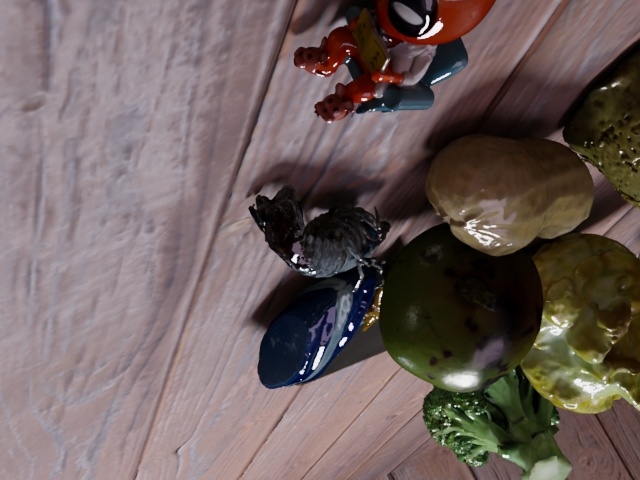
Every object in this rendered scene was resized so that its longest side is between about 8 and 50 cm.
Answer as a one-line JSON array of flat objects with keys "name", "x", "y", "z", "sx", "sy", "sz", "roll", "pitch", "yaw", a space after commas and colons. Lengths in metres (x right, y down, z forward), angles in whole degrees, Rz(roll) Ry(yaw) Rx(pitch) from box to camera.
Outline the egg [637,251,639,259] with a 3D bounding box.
[{"name": "egg", "x": 0.565, "y": 0.051, "z": 1.543, "sx": 0.230, "sy": 0.230, "sz": 0.371, "roll": -24, "pitch": 164, "yaw": -11}]

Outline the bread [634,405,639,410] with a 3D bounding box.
[{"name": "bread", "x": 0.608, "y": 0.122, "z": 1.414, "sx": 0.405, "sy": 0.242, "sz": 0.345, "roll": -43, "pitch": 168, "yaw": -45}]

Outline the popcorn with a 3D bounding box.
[{"name": "popcorn", "x": 0.326, "y": 0.098, "z": 1.332, "sx": 0.184, "sy": 0.221, "sz": 0.204, "roll": 1, "pitch": -143, "yaw": 43}]

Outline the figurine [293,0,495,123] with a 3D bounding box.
[{"name": "figurine", "x": 0.052, "y": -0.121, "z": 0.579, "sx": 0.075, "sy": 0.068, "sz": 0.140, "roll": -9, "pitch": 156, "yaw": -40}]

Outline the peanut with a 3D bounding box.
[{"name": "peanut", "x": 0.168, "y": -0.041, "z": 0.921, "sx": 0.090, "sy": 0.098, "sz": 0.214, "roll": -21, "pitch": 170, "yaw": 39}]

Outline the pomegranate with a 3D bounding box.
[{"name": "pomegranate", "x": 0.142, "y": 0.066, "z": 1.012, "sx": 0.156, "sy": 0.156, "sz": 0.220, "roll": -33, "pitch": 153, "yaw": 16}]

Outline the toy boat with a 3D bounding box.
[{"name": "toy boat", "x": 0.056, "y": 0.056, "z": 1.134, "sx": 0.291, "sy": 0.067, "sz": 0.220, "roll": -30, "pitch": 163, "yaw": -40}]

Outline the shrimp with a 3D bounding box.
[{"name": "shrimp", "x": 0.000, "y": 0.004, "z": 0.853, "sx": 0.082, "sy": 0.076, "sz": 0.174, "roll": -11, "pitch": 171, "yaw": 28}]

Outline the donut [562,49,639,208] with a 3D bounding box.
[{"name": "donut", "x": 0.359, "y": -0.124, "z": 0.963, "sx": 0.272, "sy": 0.107, "sz": 0.272, "roll": -27, "pitch": 162, "yaw": -9}]

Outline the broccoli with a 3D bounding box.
[{"name": "broccoli", "x": 0.289, "y": 0.270, "z": 1.706, "sx": 0.270, "sy": 0.270, "sz": 0.270, "roll": -14, "pitch": 134, "yaw": -15}]

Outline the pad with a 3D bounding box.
[{"name": "pad", "x": 0.170, "y": 0.099, "z": 1.376, "sx": 0.376, "sy": 0.063, "sz": 0.315, "roll": -20, "pitch": 160, "yaw": -25}]
